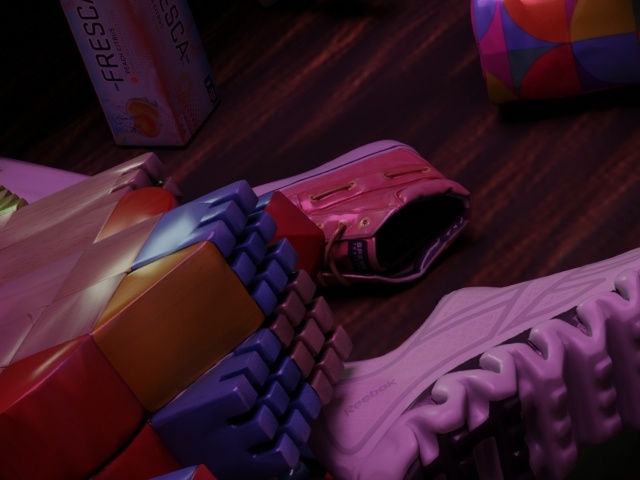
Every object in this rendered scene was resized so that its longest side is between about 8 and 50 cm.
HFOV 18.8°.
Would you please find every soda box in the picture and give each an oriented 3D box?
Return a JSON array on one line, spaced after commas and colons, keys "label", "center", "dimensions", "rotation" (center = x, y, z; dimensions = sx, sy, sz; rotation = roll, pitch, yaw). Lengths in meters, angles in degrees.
[{"label": "soda box", "center": [-0.128, -0.153, 1.287], "dimensions": [0.058, 0.183, 0.063], "rotation": [3, 39, 28]}]

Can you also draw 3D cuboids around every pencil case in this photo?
[{"label": "pencil case", "center": [0.205, -0.148, 1.205], "dimensions": [0.236, 0.104, 0.104], "rotation": [-5, 38, 16]}]

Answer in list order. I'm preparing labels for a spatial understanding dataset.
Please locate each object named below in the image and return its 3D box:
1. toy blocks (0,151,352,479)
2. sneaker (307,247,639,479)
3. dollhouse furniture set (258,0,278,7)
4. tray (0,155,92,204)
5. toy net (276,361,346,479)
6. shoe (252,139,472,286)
[{"label": "toy blocks", "center": [-0.110, 0.071, 0.905], "dimensions": [0.261, 0.191, 0.381], "rotation": [-21, 24, 29]}, {"label": "sneaker", "center": [0.122, 0.050, 0.946], "dimensions": [0.292, 0.110, 0.118], "rotation": [-23, 30, -26]}, {"label": "dollhouse furniture set", "center": [0.035, -0.320, 1.468], "dimensions": [0.301, 0.197, 0.151], "rotation": [-38, 9, -37]}, {"label": "tray", "center": [-0.239, -0.016, 1.290], "dimensions": [0.270, 0.030, 0.145], "rotation": [12, 45, 36]}, {"label": "toy net", "center": [-0.030, 0.142, 0.974], "dimensions": [0.122, 0.045, 0.232], "rotation": [15, 49, 36]}, {"label": "shoe", "center": [0.000, 0.000, 1.127], "dimensions": [0.178, 0.063, 0.081], "rotation": [-27, 31, -18]}]
